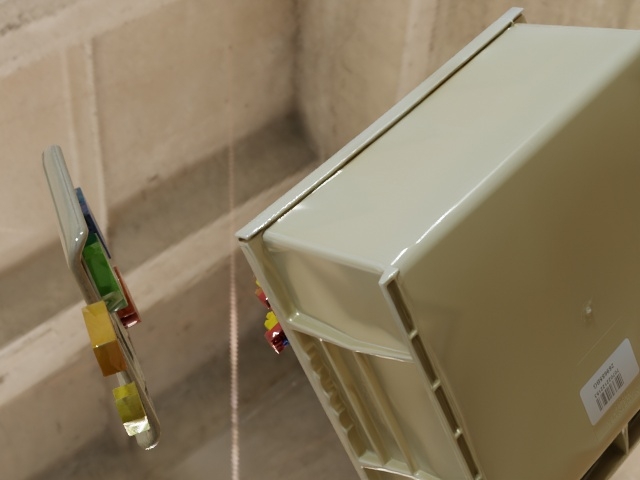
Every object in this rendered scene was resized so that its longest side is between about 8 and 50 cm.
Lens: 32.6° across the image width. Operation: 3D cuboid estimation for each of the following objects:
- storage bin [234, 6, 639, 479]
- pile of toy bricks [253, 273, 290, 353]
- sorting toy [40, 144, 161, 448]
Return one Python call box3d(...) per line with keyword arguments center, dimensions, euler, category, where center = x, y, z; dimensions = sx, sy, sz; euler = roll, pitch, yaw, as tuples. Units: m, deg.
box3d(center=(0.125, 0.032, 0.697), dimensions=(0.262, 0.123, 0.260), euler=(-41, -57, -26), category="storage bin")
box3d(center=(0.000, 0.000, 1.090), dimensions=(0.212, 0.105, 0.118), euler=(-43, -31, -11), category="pile of toy bricks")
box3d(center=(-0.180, 0.066, 0.962), dimensions=(0.041, 0.307, 0.229), euler=(-20, -59, -10), category="sorting toy")
